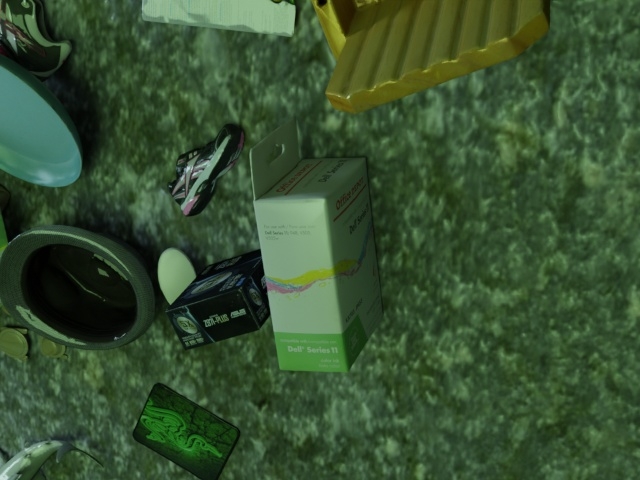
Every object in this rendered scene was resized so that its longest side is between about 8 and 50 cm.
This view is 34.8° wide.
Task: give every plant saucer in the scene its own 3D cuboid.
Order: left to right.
[{"bbox_3d":[-0.521,-0.212,1.687,0.317,0.044,0.318,22,149,14],"label":"plant saucer"}]

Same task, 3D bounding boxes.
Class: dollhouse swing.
[{"bbox_3d":[0.120,-0.379,1.319,0.346,0.305,0.315,-16,106,25],"label":"dollhouse swing"}]

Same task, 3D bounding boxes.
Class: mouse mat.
[{"bbox_3d":[-0.256,0.367,1.932,0.189,0.007,0.153,29,118,6],"label":"mouse mat"}]

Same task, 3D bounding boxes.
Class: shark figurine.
[{"bbox_3d":[-0.562,0.462,2.045,0.278,0.166,0.116,-34,125,10],"label":"shark figurine"}]

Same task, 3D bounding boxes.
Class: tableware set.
[{"bbox_3d":[-0.550,0.159,1.937,0.141,0.020,0.169,8,113,15],"label":"tableware set"}]

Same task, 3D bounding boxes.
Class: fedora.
[{"bbox_3d":[-0.409,0.065,1.788,0.275,0.124,0.244,14,118,4],"label":"fedora"}]

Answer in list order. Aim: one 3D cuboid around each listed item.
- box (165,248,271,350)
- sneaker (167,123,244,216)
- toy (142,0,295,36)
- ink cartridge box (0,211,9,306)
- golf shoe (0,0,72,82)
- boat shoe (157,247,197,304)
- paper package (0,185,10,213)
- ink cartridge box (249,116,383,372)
[{"bbox_3d":[-0.144,0.090,1.677,0.147,0.180,0.078,-17,107,25],"label":"box"},{"bbox_3d":[-0.198,-0.124,1.671,0.077,0.072,0.178,42,113,11],"label":"sneaker"},{"bbox_3d":[-0.147,-0.392,1.546,0.237,0.056,0.137,9,111,10],"label":"toy"},{"bbox_3d":[-0.609,0.056,1.779,0.056,0.171,0.235,53,154,21],"label":"ink cartridge box"},{"bbox_3d":[-0.520,-0.383,1.667,0.120,0.105,0.273,-32,106,12],"label":"golf shoe"},{"bbox_3d":[-0.230,0.090,1.774,0.066,0.063,0.184,-25,111,3],"label":"boat shoe"},{"bbox_3d":[-0.777,-0.036,1.850,0.309,0.168,0.325,39,119,0],"label":"paper package"},{"bbox_3d":[0.000,0.000,1.573,0.119,0.207,0.354,0,112,20],"label":"ink cartridge box"}]
